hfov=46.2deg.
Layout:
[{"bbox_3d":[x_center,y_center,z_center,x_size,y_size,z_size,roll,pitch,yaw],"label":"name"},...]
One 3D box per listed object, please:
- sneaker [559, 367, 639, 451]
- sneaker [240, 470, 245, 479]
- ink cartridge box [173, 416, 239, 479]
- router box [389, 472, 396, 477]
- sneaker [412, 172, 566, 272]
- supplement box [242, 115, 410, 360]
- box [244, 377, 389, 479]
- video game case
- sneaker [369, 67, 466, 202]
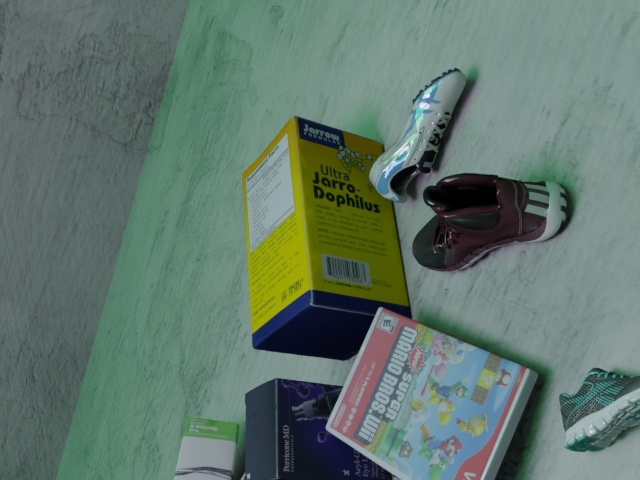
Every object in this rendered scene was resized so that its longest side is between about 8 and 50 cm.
[{"bbox_3d":[0.322,0.168,0.824,0.166,0.065,0.076,-47,38,39],"label":"sneaker"},{"bbox_3d":[-0.141,0.556,1.414,0.122,0.110,0.283,-15,66,60],"label":"sneaker"},{"bbox_3d":[-0.234,0.512,1.457,0.273,0.114,0.198,-92,12,-65],"label":"ink cartridge box"},{"bbox_3d":[0.135,0.237,1.096,0.179,0.046,0.133,-59,33,9],"label":"router box"},{"bbox_3d":[0.181,-0.036,1.033,0.281,0.162,0.106,-27,56,53],"label":"sneaker"},{"bbox_3d":[0.000,0.000,1.296,0.194,0.195,0.357,-40,47,46],"label":"supplement box"},{"bbox_3d":[-0.007,0.311,1.176,0.108,0.207,0.153,-36,49,48],"label":"box"},{"bbox_3d":[0.139,0.224,1.028,0.285,0.025,0.204,19,83,51],"label":"video game case"},{"bbox_3d":[0.167,-0.165,1.204,0.086,0.085,0.237,45,117,26],"label":"sneaker"}]
